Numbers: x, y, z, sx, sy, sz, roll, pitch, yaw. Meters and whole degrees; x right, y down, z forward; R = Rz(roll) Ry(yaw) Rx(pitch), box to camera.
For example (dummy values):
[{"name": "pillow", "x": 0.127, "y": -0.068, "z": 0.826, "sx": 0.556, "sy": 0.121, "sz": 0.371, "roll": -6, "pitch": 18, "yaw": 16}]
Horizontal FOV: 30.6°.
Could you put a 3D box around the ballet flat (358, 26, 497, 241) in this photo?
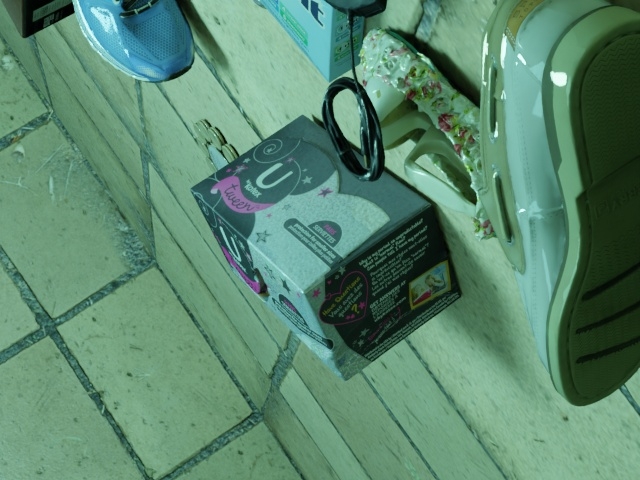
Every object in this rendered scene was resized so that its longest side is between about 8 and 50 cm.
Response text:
[{"name": "ballet flat", "x": 0.088, "y": -0.088, "z": 0.937, "sx": 0.241, "sy": 0.077, "sz": 0.091, "roll": 47, "pitch": 164, "yaw": 35}]

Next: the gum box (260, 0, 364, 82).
[{"name": "gum box", "x": -0.021, "y": -0.249, "z": 1.019, "sx": 0.157, "sy": 0.041, "sz": 0.184, "roll": 52, "pitch": 165, "yaw": 19}]

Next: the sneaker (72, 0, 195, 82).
[{"name": "sneaker", "x": -0.262, "y": -0.343, "z": 1.435, "sx": 0.330, "sy": 0.130, "sz": 0.147, "roll": 58, "pitch": 168, "yaw": -4}]

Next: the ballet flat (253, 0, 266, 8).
[{"name": "ballet flat", "x": -0.072, "y": -0.267, "z": 1.159, "sx": 0.114, "sy": 0.041, "sz": 0.041, "roll": 51, "pitch": 165, "yaw": 25}]

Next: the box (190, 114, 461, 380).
[{"name": "box", "x": 0.000, "y": 0.000, "z": 1.233, "sx": 0.247, "sy": 0.163, "sz": 0.142, "roll": 40, "pitch": 159, "yaw": 48}]

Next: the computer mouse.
[{"name": "computer mouse", "x": 0.033, "y": -0.163, "z": 0.901, "sx": 0.071, "sy": 0.041, "sz": 0.242, "roll": 13, "pitch": 117, "yaw": 32}]

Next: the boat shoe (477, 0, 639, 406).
[{"name": "boat shoe", "x": 0.167, "y": -0.026, "z": 0.766, "sx": 0.103, "sy": 0.113, "sz": 0.302, "roll": 43, "pitch": 150, "yaw": 47}]

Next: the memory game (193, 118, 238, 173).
[{"name": "memory game", "x": -0.138, "y": -0.104, "z": 1.770, "sx": 0.186, "sy": 0.012, "sz": 0.186, "roll": 52, "pitch": 165, "yaw": 19}]

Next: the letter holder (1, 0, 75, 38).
[{"name": "letter holder", "x": -0.409, "y": -0.446, "z": 1.656, "sx": 0.214, "sy": 0.152, "sz": 0.302, "roll": 60, "pitch": 165, "yaw": -4}]
